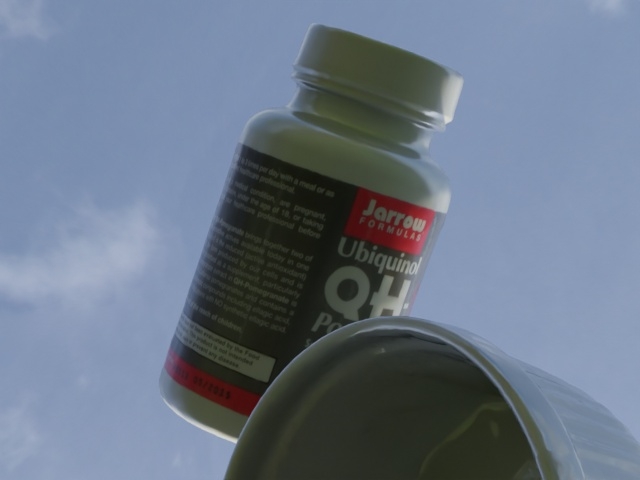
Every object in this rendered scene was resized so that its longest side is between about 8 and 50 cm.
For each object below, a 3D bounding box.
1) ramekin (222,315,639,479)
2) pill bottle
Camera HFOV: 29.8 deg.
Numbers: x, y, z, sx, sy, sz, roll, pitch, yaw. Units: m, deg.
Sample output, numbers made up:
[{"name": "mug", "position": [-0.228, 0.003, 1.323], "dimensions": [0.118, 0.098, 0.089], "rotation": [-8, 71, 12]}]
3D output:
[{"name": "ramekin", "position": [0.055, 0.143, 0.514], "dimensions": [0.109, 0.207, 0.207], "rotation": [16, -94, -39]}, {"name": "pill bottle", "position": [0.000, 0.000, 0.955], "dimensions": [0.176, 0.176, 0.318], "rotation": [19, -85, -3]}]
